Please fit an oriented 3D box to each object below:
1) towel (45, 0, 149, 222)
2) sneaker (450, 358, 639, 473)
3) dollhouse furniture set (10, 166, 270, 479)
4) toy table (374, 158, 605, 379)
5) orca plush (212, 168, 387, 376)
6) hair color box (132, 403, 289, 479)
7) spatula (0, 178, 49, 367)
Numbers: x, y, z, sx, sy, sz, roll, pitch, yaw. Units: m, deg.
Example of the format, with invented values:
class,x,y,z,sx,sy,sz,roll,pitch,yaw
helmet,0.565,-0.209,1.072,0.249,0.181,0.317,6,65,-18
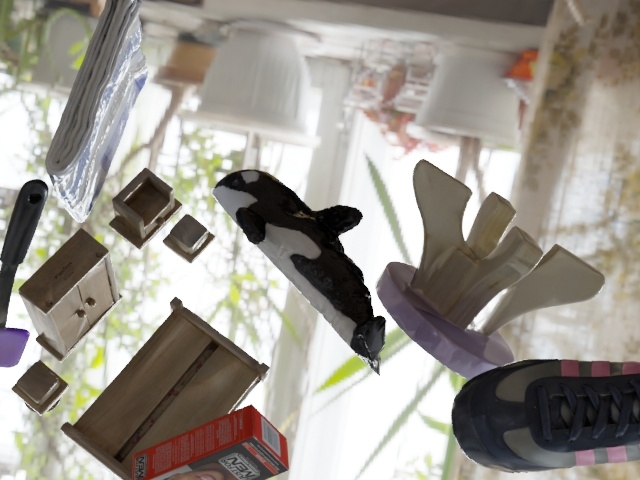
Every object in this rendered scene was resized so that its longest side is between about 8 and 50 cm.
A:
class,x,y,z,sx,sy,sz,roll,pitch,yaw
towel,-0.235,-0.135,1.178,0.034,0.209,0.285,20,169,-4
sneaker,0.280,0.154,1.030,0.318,0.112,0.131,0,162,-26
dollhouse furniture set,-0.168,0.147,1.292,0.355,0.303,0.174,37,158,10
toy table,0.174,0.037,1.238,0.252,0.161,0.274,30,-167,-19
orca plush,0.000,0.000,1.110,0.151,0.102,0.287,44,-178,-41
hair color box,-0.109,0.221,1.085,0.141,0.043,0.072,-25,130,17
spatula,-0.344,0.046,1.197,0.084,0.296,0.030,6,-142,-27
